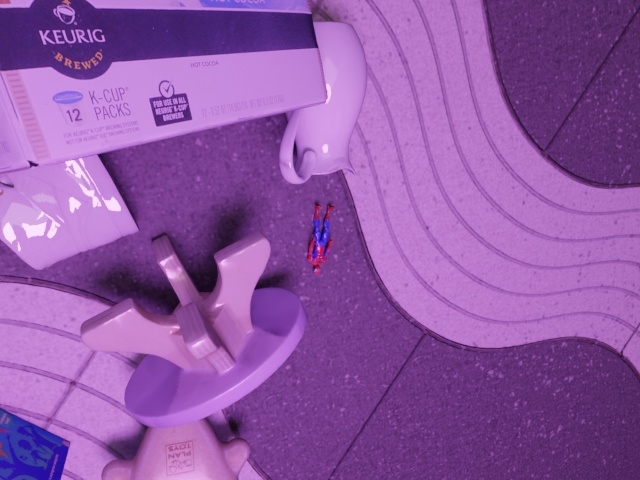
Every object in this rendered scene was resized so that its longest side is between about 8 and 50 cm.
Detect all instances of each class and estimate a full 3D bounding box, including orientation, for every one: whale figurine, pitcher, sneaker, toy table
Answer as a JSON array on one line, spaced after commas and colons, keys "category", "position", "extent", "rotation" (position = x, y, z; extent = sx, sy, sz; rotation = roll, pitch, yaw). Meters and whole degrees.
[{"category": "whale figurine", "position": [-0.221, 0.338, 0.734], "extent": [0.216, 0.141, 0.272], "rotation": [-5, 80, -18]}, {"category": "pitcher", "position": [-0.007, -0.186, 0.644], "extent": [0.125, 0.178, 0.207], "rotation": [7, 108, 21]}, {"category": "sneaker", "position": [-0.368, -0.103, 0.570], "extent": [0.169, 0.108, 0.292], "rotation": [-27, 112, -14]}, {"category": "toy table", "position": [-0.164, 0.112, 0.634], "extent": [0.274, 0.252, 0.161], "rotation": [-37, 129, -20]}]

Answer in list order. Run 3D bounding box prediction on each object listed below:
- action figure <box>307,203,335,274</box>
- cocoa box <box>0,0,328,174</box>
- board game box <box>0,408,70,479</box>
[{"category": "action figure", "position": [0.000, 0.000, 0.766], "extent": [0.038, 0.030, 0.115], "rotation": [1, 105, -25]}, {"category": "cocoa box", "position": [-0.195, -0.211, 0.460], "extent": [0.347, 0.231, 0.228], "rotation": [-30, 114, -47]}, {"category": "board game box", "position": [-0.444, 0.281, 0.609], "extent": [0.210, 0.160, 0.047], "rotation": [41, 87, -24]}]
